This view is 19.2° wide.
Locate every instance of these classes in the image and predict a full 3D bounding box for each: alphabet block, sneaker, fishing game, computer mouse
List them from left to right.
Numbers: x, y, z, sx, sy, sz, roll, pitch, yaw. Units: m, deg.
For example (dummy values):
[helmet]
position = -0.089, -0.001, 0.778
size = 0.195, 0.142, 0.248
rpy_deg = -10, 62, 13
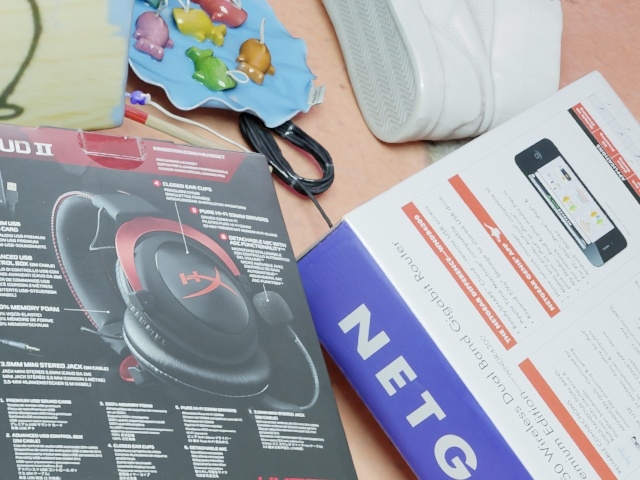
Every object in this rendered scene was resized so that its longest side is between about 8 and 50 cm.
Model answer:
[alphabet block]
position = -0.231, -0.182, 1.153
size = 0.197, 0.192, 0.193
rpy_deg = -10, 54, -17
[fishing game]
position = -0.080, -0.150, 1.337
size = 0.189, 0.041, 0.264
rpy_deg = 24, 35, -14
[computer mouse]
position = 0.000, 0.000, 1.276
size = 0.071, 0.041, 0.242
rpy_deg = -2, 46, -31
[sneaker]
position = 0.089, -0.207, 1.457
size = 0.169, 0.108, 0.292
rpy_deg = -1, 69, -35

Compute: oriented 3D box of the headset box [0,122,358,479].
[headset box]
position = -0.121, 0.057, 1.087
size = 0.218, 0.110, 0.293
rpy_deg = 5, 49, -28

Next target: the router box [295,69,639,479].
[router box]
position = 0.177, 0.083, 1.216
size = 0.301, 0.082, 0.335
rpy_deg = -29, 82, -45
